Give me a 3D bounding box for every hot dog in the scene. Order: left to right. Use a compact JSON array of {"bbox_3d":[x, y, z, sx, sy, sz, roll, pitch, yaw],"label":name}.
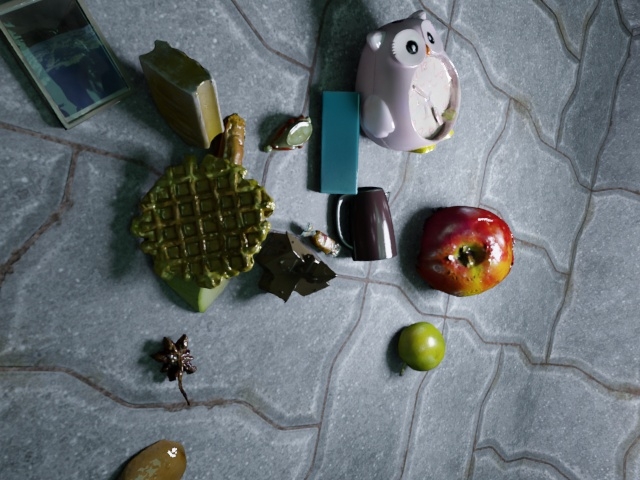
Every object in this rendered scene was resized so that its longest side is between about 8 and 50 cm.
[{"bbox_3d":[-0.237,-0.190,1.282,0.072,0.115,0.269,10,92,-22],"label":"hot dog"}]

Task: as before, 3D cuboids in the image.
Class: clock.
[{"bbox_3d":[0.252,-0.483,1.577,0.368,0.250,0.377,-36,124,-31],"label":"clock"}]

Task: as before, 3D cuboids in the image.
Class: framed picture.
[{"bbox_3d":[-0.533,-0.389,1.069,0.189,0.023,0.260,-42,120,-32],"label":"framed picture"}]

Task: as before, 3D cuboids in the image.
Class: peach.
[{"bbox_3d":[0.537,0.046,1.889,0.416,0.352,0.340,-13,117,-81],"label":"peach"}]

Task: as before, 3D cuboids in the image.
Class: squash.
[{"bbox_3d":[-0.312,0.034,1.314,0.237,0.154,0.204,-57,163,-21],"label":"squash"}]

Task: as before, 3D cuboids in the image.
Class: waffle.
[{"bbox_3d":[-0.274,-0.040,1.204,0.302,0.068,0.325,34,90,-5],"label":"waffle"}]

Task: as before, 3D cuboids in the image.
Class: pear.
[{"bbox_3d":[0.349,0.401,1.845,0.216,0.166,0.180,-42,136,-3],"label":"pear"}]

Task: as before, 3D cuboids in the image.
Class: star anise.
[{"bbox_3d":[-0.357,0.328,1.282,0.097,0.070,0.191,-27,115,-37],"label":"star anise"}]

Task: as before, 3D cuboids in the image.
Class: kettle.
[{"bbox_3d":[0.139,-0.055,1.628,0.201,0.144,0.233,-8,95,-9],"label":"kettle"}]

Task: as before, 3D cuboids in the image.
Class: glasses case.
[{"bbox_3d":[0.057,-0.291,1.533,0.117,0.070,0.302,2,95,-1],"label":"glasses case"}]

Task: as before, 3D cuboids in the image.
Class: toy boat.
[{"bbox_3d":[-0.079,-0.300,1.433,0.185,0.071,0.089,-41,122,-28],"label":"toy boat"}]

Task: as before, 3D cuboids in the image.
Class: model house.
[{"bbox_3d":[-0.048,0.093,1.394,0.181,0.248,0.176,44,68,-34],"label":"model house"}]

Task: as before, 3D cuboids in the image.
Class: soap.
[{"bbox_3d":[-0.306,-0.314,1.162,0.160,0.258,0.080,35,70,9],"label":"soap"}]

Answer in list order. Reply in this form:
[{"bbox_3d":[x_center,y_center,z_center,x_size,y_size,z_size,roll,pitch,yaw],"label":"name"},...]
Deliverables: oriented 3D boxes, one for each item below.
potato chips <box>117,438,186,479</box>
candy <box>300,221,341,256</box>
[{"bbox_3d":[-0.421,0.596,1.274,0.201,0.049,0.151,-28,118,-41],"label":"potato chips"},{"bbox_3d":[0.000,0.000,1.557,0.182,0.046,0.053,38,68,-42],"label":"candy"}]
